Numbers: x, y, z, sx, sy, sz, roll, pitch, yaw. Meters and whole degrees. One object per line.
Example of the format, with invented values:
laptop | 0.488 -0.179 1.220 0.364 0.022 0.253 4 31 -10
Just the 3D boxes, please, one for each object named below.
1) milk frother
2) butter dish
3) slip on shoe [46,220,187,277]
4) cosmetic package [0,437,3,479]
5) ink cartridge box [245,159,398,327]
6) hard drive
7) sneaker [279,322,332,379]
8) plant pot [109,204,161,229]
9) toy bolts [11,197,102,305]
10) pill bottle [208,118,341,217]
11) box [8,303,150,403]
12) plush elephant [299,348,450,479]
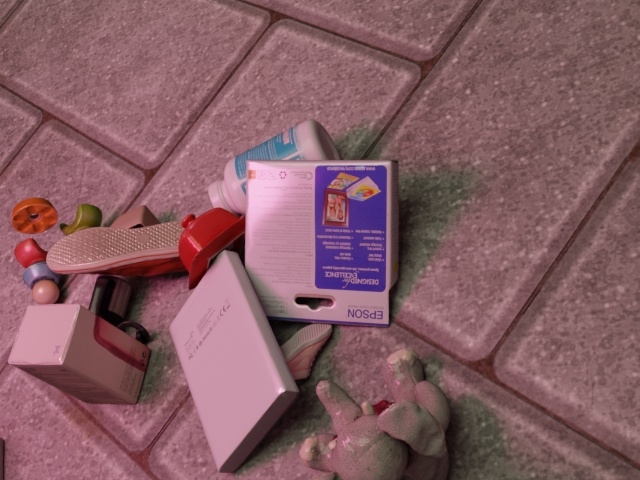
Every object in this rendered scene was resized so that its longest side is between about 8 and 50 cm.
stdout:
milk frother | -0.423 0.151 2.077 0.143 0.129 0.135 16 63 -9
butter dish | -0.231 -0.005 1.962 0.118 0.160 0.160 44 62 13
slip on shoe | -0.409 0.034 2.058 0.331 0.101 0.123 -6 44 -1
cosmetic package | -0.760 0.436 1.995 0.107 0.238 0.127 -25 51 16
ink cartridge box | 0.000 0.000 1.858 0.303 0.072 0.307 2 95 23
hard drive | -0.172 0.222 1.841 0.233 0.047 0.353 -53 43 27
sneaker | -0.028 0.210 1.821 0.134 0.070 0.051 -34 32 -31
plant pot | -0.402 -0.013 2.152 0.109 0.109 0.096 -24 37 17
toy bolts | -0.606 0.035 2.197 0.228 0.218 0.158 -42 52 26
pill bottle | -0.095 -0.131 2.006 0.264 0.146 0.146 -25 51 16
box | -0.476 0.230 1.954 0.148 0.232 0.127 -3 61 29
plush elephant | 0.082 0.321 1.538 0.272 0.255 0.330 -40 49 4
